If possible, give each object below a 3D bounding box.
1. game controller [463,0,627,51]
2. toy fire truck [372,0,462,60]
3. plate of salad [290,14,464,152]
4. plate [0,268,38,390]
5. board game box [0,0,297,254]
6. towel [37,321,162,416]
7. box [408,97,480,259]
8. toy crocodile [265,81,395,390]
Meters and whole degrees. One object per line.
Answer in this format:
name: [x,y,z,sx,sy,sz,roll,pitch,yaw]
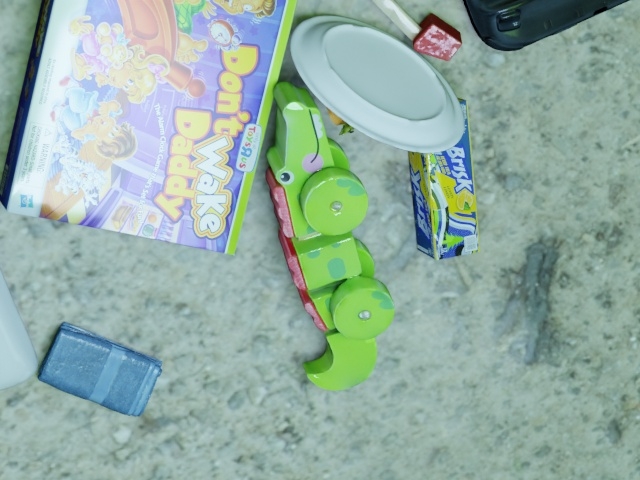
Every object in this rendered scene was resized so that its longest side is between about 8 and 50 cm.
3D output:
game controller: [0.290,-0.329,1.554,0.319,0.067,0.166,-25,94,-13]
toy fire truck: [0.084,-0.286,1.482,0.192,0.047,0.135,29,113,-10]
plate of salad: [0.055,-0.153,1.451,0.200,0.199,0.048,18,128,-21]
plate: [-0.427,0.083,1.354,0.277,0.045,0.278,-22,127,-13]
board game box: [-0.161,-0.179,1.414,0.233,0.078,0.347,11,98,-21]
towel: [-0.228,0.135,1.487,0.119,0.029,0.067,25,93,-23]
box: [0.131,-0.068,1.548,0.054,0.059,0.168,-10,105,-16]
toy crocodile: [0.000,0.000,1.467,0.105,0.115,0.340,-17,123,-4]
